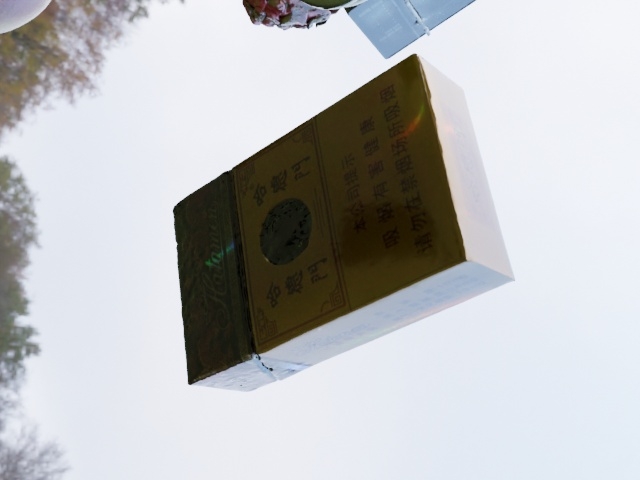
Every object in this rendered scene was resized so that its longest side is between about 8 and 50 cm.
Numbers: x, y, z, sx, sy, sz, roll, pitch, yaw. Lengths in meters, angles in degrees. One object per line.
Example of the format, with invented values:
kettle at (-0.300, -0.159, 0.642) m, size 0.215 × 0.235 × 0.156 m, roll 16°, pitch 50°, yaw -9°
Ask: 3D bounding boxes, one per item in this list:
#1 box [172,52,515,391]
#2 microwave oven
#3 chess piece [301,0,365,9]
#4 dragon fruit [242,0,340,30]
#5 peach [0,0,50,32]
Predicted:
box at (0.000, 0.000, 0.947) m, size 0.415 × 0.116 × 0.264 m, roll -26°, pitch -119°, yaw 32°
microwave oven at (0.216, -0.672, 1.697) m, size 0.432 × 0.236 × 0.374 m, roll -32°, pitch -115°, yaw 15°
chess piece at (0.057, -0.336, 0.910) m, size 0.133 × 0.243 × 0.133 m, roll 8°, pitch -72°, yaw 26°
dragon fruit at (-0.078, -0.671, 2.013) m, size 0.291 × 0.250 × 0.269 m, roll -24°, pitch -123°, yaw 12°
peach at (-0.483, -0.413, 1.128) m, size 0.231 × 0.231 × 0.231 m, roll -14°, pitch -109°, yaw 47°
